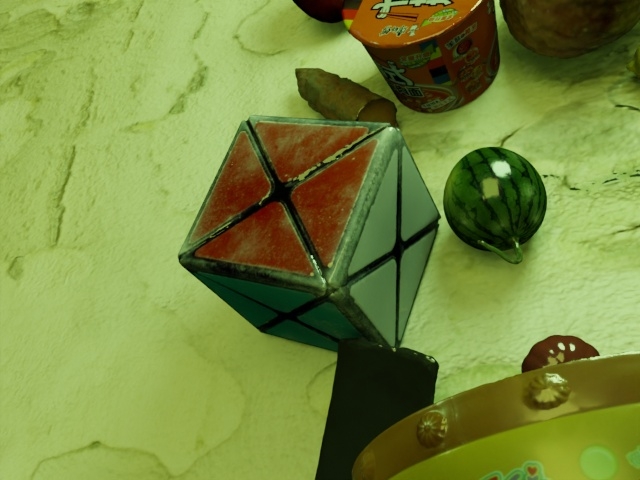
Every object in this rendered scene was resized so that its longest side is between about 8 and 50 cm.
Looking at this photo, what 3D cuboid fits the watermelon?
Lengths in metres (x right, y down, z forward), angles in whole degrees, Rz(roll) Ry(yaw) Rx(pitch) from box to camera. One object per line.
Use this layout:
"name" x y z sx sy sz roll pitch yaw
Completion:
"watermelon" 0.245 -0.040 0.914 0.140 0.141 0.187 -21 56 14

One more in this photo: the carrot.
"carrot" 0.026 -0.258 1.190 0.102 0.102 0.263 -44 50 -4

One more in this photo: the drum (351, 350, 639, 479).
"drum" 0.240 0.272 0.545 0.431 0.431 0.214 -19 53 15

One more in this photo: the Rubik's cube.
"Rubik's cube" 0.000 0.000 0.938 0.259 0.260 0.255 9 67 33

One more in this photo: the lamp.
"lamp" 0.292 0.163 0.791 0.101 0.090 0.101 0 93 5

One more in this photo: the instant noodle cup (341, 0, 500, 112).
"instant noodle cup" 0.184 -0.350 1.103 0.250 0.192 0.251 -12 56 19

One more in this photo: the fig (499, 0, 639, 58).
"fig" 0.459 -0.428 1.014 0.368 0.286 0.286 -2 54 -10

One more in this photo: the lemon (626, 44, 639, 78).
"lemon" 0.504 -0.265 0.958 0.110 0.082 0.082 -12 56 18

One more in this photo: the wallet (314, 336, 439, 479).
"wallet" 0.061 0.267 0.817 0.146 0.030 0.286 9 89 34

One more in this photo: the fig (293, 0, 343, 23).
"fig" 0.042 -0.549 1.333 0.203 0.186 0.249 -24 18 28
